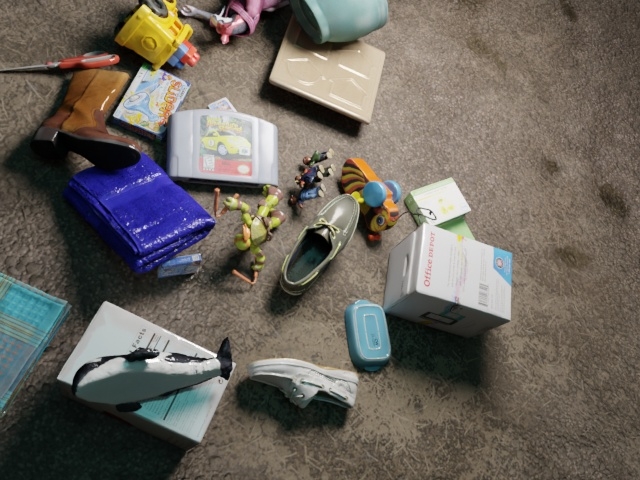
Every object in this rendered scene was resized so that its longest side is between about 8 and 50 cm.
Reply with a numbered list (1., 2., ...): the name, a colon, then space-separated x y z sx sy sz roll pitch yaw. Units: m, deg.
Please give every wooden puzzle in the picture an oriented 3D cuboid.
1. wooden puzzle: 0.023 -0.519 1.773 0.322 0.080 0.348 21 56 -12

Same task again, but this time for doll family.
1. doll family: -0.027 -0.168 1.572 0.076 0.111 0.193 58 39 -29

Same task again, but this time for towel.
1. towel: -0.419 -0.082 1.336 0.227 0.076 0.308 -35 64 -30
2. towel: -0.744 0.167 1.164 0.370 0.040 0.271 27 59 -9

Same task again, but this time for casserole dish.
1. casserole dish: 0.126 0.238 1.483 0.114 0.037 0.188 2 67 -21

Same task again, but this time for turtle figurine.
1. turtle figurine: -0.158 -0.046 1.412 0.217 0.087 0.269 -56 135 -48

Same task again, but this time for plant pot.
1. plant pot: 0.030 -0.700 1.683 0.196 0.293 0.293 -36 83 -8

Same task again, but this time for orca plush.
1. orca plush: -0.310 0.219 1.071 0.287 0.151 0.102 -14 42 -23

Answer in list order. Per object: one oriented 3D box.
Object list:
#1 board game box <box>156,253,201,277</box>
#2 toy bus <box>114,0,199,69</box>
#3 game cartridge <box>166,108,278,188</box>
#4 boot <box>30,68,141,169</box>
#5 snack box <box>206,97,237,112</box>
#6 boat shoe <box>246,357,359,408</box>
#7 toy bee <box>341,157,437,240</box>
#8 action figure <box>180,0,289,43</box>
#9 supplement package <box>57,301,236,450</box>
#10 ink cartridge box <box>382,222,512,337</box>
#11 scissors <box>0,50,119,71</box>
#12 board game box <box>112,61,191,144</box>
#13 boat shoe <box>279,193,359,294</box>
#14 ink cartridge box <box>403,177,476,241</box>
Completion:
1. board game box: -0.331 0.060 1.349 0.090 0.090 0.020 -8 73 -25
2. toy bus: -0.420 -0.565 1.573 0.211 0.149 0.220 38 34 -25
3. game cartridge: -0.253 -0.243 1.519 0.294 0.060 0.196 2 76 -22
4. boot: -0.523 -0.303 1.407 0.264 0.096 0.280 3 52 12
5. snack box: -0.237 -0.313 1.599 0.064 0.022 0.178 -34 82 -29
6. boat shoe: -0.038 0.337 1.335 0.277 0.098 0.096 13 62 -17
7. toy bee: 0.148 -0.088 1.588 0.195 0.162 0.298 10 31 -34
8. action figure: -0.222 -0.696 1.719 0.275 0.248 0.370 37 53 -34
9. supplement package: -0.355 0.284 1.184 0.293 0.177 0.175 28 60 -8
10. ink cartridge box: 0.333 0.112 1.530 0.270 0.197 0.198 18 62 -13
11. scissors: -0.663 -0.443 1.457 0.297 0.021 0.109 -20 40 -28
12. board game box: -0.444 -0.365 1.532 0.136 0.035 0.201 22 60 -11
13. boat shoe: 0.004 0.003 1.458 0.109 0.091 0.305 34 78 6
14. ink cartridge box: 0.373 -0.056 1.710 0.171 0.056 0.235 -20 74 -28
